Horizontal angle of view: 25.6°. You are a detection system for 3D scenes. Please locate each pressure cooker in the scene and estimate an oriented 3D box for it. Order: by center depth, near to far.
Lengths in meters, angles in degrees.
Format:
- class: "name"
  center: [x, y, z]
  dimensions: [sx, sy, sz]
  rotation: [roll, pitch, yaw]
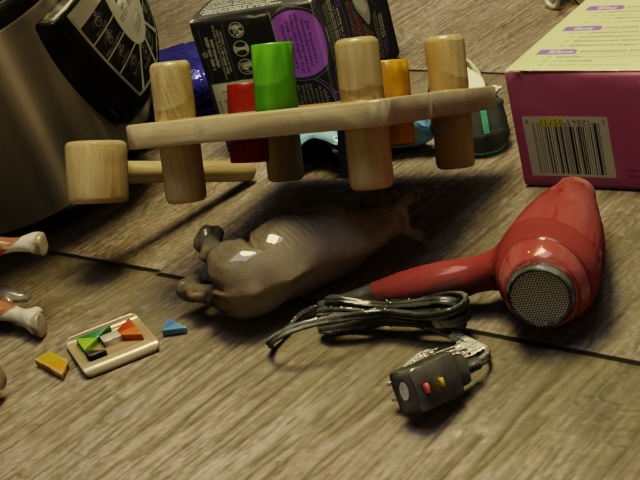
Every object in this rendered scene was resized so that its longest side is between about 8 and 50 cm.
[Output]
- class: "pressure cooker"
  center: [-0.382, -0.235, 1.396]
  dimensions: [0.375, 0.420, 0.370]
  rotation: [-40, 53, -20]

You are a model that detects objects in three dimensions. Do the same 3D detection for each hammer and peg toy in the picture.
- class: "hammer and peg toy"
  center: [-0.046, -0.111, 1.287]
  dimensions: [0.361, 0.127, 0.266]
  rotation: [-3, 7, 29]

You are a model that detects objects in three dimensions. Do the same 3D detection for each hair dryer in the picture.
- class: "hair dryer"
  center: [0.114, 0.019, 1.093]
  dimensions: [0.293, 0.080, 0.223]
  rotation: [-26, 26, -25]

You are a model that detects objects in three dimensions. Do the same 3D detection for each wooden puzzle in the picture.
- class: "wooden puzzle"
  center: [-0.177, 0.086, 1.185]
  dimensions: [0.116, 0.014, 0.078]
  rotation: [-24, 26, -22]

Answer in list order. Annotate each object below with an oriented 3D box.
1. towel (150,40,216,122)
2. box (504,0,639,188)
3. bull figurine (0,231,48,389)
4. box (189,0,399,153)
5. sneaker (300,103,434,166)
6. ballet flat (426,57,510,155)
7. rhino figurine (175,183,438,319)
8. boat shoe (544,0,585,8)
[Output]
- class: "towel"
  center: [-0.272, -0.152, 1.691]
  dimensions: [0.308, 0.076, 0.227]
  rotation: [-17, 17, -6]
- class: "box"
  center: [0.323, -0.149, 1.298]
  dimensions: [0.213, 0.117, 0.243]
  rotation: [4, 31, 35]
- class: "bull figurine"
  center: [-0.347, 0.083, 1.182]
  dimensions: [0.188, 0.101, 0.310]
  rotation: [-5, 28, 11]
- class: "box"
  center: [-0.021, -0.229, 1.595]
  dimensions: [0.143, 0.165, 0.270]
  rotation: [-5, 25, 20]
- class: "sneaker"
  center: [0.042, -0.099, 1.435]
  dimensions: [0.162, 0.063, 0.073]
  rotation: [-6, 44, 25]
- class: "ballet flat"
  center: [0.150, -0.152, 1.454]
  dimensions: [0.074, 0.074, 0.203]
  rotation: [-15, 24, -2]
- class: "rhino figurine"
  center: [0.000, 0.000, 1.205]
  dimensions: [0.243, 0.073, 0.106]
  rotation: [-23, 22, -21]
- class: "boat shoe"
  center: [0.323, -0.363, 1.740]
  dimensions: [0.156, 0.136, 0.367]
  rotation: [0, 25, 27]
